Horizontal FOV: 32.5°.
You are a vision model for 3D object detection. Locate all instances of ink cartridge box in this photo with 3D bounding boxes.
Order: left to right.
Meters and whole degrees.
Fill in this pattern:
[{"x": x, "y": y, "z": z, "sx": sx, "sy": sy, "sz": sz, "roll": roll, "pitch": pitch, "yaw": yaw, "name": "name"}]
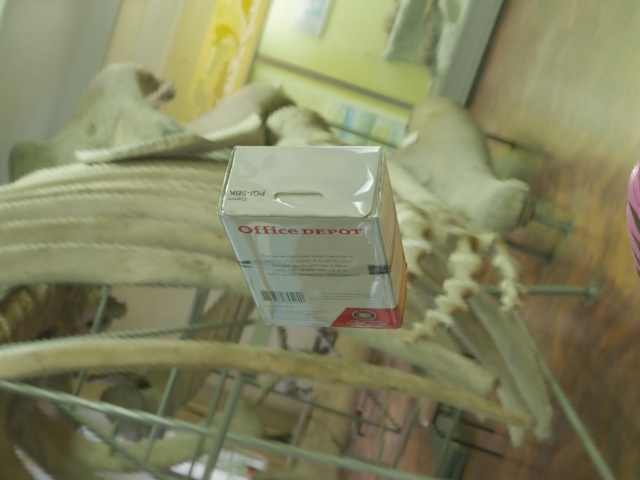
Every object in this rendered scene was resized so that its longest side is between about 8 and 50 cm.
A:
[{"x": 0.000, "y": 0.000, "z": 0.706, "sx": 0.135, "sy": 0.099, "sz": 0.056, "roll": 74, "pitch": -159, "yaw": -55, "name": "ink cartridge box"}]

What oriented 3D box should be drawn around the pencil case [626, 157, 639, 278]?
[{"x": 0.271, "y": -0.014, "z": 0.778, "sx": 0.098, "sy": 0.095, "sz": 0.209, "roll": -42, "pitch": -18, "yaw": 2, "name": "pencil case"}]
